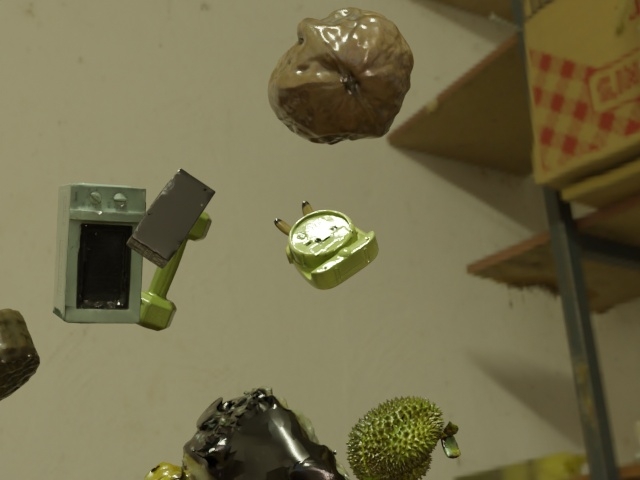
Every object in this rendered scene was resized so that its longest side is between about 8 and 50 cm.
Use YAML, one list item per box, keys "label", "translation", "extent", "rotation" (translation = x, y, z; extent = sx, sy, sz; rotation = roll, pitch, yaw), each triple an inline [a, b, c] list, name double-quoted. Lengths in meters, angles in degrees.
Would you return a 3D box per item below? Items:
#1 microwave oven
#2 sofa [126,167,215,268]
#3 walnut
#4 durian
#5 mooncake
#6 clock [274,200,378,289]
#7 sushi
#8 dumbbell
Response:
- label: "microwave oven"
  translation: [-0.337, 0.018, 1.650]
  extent: [0.123, 0.208, 0.162]
  rotation: [3, 1, -20]
- label: "sofa"
  translation: [-0.190, -0.029, 1.364]
  extent: [0.060, 0.118, 0.039]
  rotation: [35, -26, -10]
- label: "walnut"
  translation: [0.038, -0.284, 1.874]
  extent: [0.227, 0.273, 0.273]
  rotation: [26, -32, -11]
- label: "durian"
  translation: [0.133, 0.350, 1.902]
  extent: [0.198, 0.146, 0.159]
  rotation: [-38, -36, 6]
- label: "mooncake"
  translation: [-0.667, 0.244, 2.118]
  extent: [0.228, 0.124, 0.228]
  rotation: [-32, -16, -10]
- label: "clock"
  translation: [0.000, 0.000, 2.318]
  extent: [0.170, 0.232, 0.069]
  rotation: [-35, -44, -18]
- label: "sushi"
  translation: [-0.088, 0.394, 1.431]
  extent: [0.285, 0.327, 0.329]
  rotation: [-37, 9, -16]
- label: "dumbbell"
  translation: [-0.354, 0.060, 2.494]
  extent: [0.121, 0.301, 0.108]
  rotation: [23, 1, 31]
